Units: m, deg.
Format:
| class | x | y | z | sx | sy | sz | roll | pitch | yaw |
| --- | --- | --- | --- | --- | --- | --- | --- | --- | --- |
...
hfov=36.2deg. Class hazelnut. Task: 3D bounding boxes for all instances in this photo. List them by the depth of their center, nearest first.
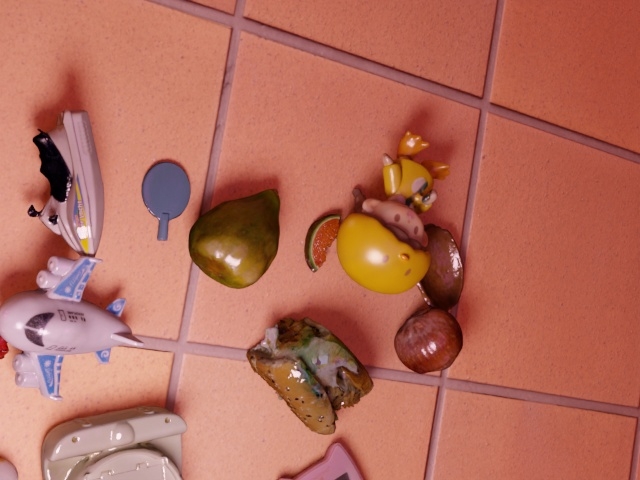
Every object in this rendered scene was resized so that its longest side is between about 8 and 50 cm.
| class | x | y | z | sx | sy | sz | roll | pitch | yaw |
| --- | --- | --- | --- | --- | --- | --- | --- | --- | --- |
| hazelnut | 0.238 | 0.221 | 2.162 | 0.154 | 0.143 | 0.143 | -32 | 110 | 14 |

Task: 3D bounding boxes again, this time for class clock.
| class | x | y | z | sx | sy | sz | roll | pitch | yaw |
| --- | --- | --- | --- | --- | --- | --- | --- | --- | --- |
| clock | -0.367 | 0.481 | 1.816 | 0.265 | 0.108 | 0.324 | -8 | 95 | -31 |

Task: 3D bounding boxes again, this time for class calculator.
| class | x | y | z | sx | sy | sz | roll | pitch | yaw |
| --- | --- | --- | --- | --- | --- | --- | --- | --- | --- |
| calculator | 0.018 | 0.608 | 2.087 | 0.220 | 0.048 | 0.330 | -27 | 106 | -29 |

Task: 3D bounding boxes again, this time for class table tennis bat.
| class | x | y | z | sx | sy | sz | roll | pitch | yaw |
| --- | --- | --- | --- | --- | --- | --- | --- | --- | --- |
| table tennis bat | -0.302 | -0.076 | 1.908 | 0.100 | 0.019 | 0.155 | 5 | 86 | -31 |

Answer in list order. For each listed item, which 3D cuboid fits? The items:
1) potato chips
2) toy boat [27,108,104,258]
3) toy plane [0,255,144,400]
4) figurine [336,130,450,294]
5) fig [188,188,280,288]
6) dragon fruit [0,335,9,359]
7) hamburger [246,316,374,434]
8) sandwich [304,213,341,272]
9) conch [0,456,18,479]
| class | x | y | z | sx | sy | sz | roll | pitch | yaw |
| --- | --- | --- | --- | --- | --- | --- | --- | --- | --- |
| potato chips | 0.258 | 0.062 | 2.224 | 0.150 | 0.049 | 0.202 | -32 | 107 | -36 |
| toy boat | -0.453 | -0.099 | 1.753 | 0.140 | 0.140 | 0.270 | 3 | 91 | -31 |
| toy plane | -0.449 | 0.153 | 1.740 | 0.266 | 0.122 | 0.267 | -14 | 111 | -39 |
| figurine | 0.167 | -0.048 | 2.100 | 0.215 | 0.187 | 0.344 | 34 | 65 | -17 |
| fig | -0.163 | 0.000 | 1.929 | 0.167 | 0.167 | 0.233 | 66 | 25 | -14 |
| dragon fruit | -0.587 | 0.195 | 1.710 | 0.131 | 0.063 | 0.097 | -11 | 96 | -30 |
| hamburger | -0.010 | 0.277 | 1.995 | 0.167 | 0.192 | 0.288 | -44 | 111 | -13 |
| sandwich | 0.000 | -0.002 | 2.082 | 0.067 | 0.029 | 0.135 | 35 | 72 | -32 |
| conch | -0.600 | 0.430 | 1.665 | 0.255 | 0.127 | 0.158 | 45 | 70 | -23 |
